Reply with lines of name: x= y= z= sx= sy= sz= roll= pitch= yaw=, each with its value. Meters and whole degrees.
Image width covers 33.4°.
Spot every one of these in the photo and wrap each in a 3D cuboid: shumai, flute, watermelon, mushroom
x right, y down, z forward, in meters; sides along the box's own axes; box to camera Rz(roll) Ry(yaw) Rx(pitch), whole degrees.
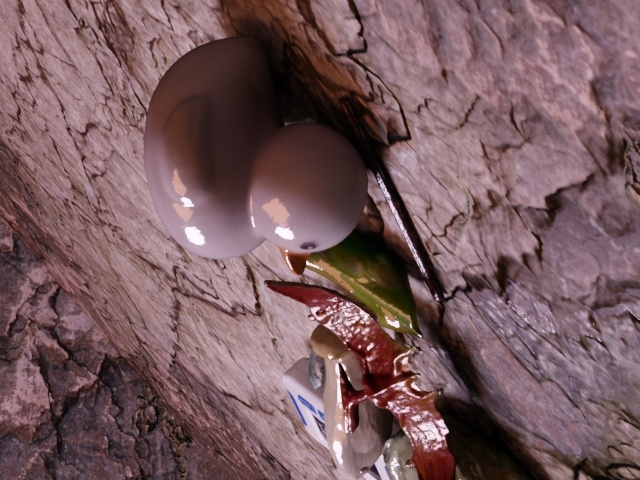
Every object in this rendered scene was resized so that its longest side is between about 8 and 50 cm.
shumai: x=0.151 y=0.357 z=1.370 sx=0.260 sy=0.222 sz=0.225 roll=41 pitch=161 yaw=33
flute: x=0.077 y=-0.036 z=1.102 sx=0.014 sy=0.014 sz=0.270 roll=21 pitch=146 yaw=52
watermelon: x=0.015 y=0.185 z=1.574 sx=0.061 sy=0.085 sz=0.085 roll=-2 pitch=136 yaw=20
mushroom: x=0.047 y=0.206 z=1.450 sx=0.096 sy=0.108 sz=0.247 roll=-134 pitch=31 yaw=-53

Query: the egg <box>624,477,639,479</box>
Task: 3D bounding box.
egg: x=0.318 y=0.324 z=0.963 sx=0.336 sy=0.201 sz=0.337 roll=6 pitch=125 yaw=8

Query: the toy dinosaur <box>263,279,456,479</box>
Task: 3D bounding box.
toy dinosaur: x=0.052 y=0.177 z=1.238 sx=0.206 sy=0.113 sz=0.327 roll=7 pitch=122 yaw=45

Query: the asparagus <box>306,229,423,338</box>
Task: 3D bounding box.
asparagus: x=0.000 y=0.001 z=1.234 sx=0.343 sy=0.085 sz=0.082 roll=31 pitch=142 yaw=27

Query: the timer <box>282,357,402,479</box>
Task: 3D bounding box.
timer: x=0.059 y=0.290 z=1.636 sx=0.253 sy=0.078 sz=0.178 roll=31 pitch=155 yaw=39

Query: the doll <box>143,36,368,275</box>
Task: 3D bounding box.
doll: x=-0.058 y=-0.084 z=1.090 sx=0.221 sy=0.221 sz=0.251 roll=5 pitch=105 yaw=62
